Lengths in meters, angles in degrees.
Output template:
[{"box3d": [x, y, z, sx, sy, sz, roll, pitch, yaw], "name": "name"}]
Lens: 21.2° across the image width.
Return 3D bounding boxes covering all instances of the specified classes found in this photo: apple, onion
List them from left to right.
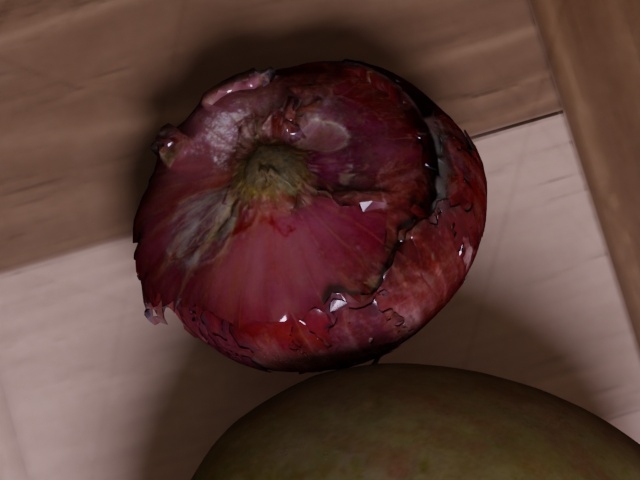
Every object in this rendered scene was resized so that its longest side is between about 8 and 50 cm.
[{"box3d": [0.000, 0.000, 0.868, 0.184, 0.147, 0.184, -13, 44, 12], "name": "onion"}, {"box3d": [0.048, 0.180, 0.794, 0.234, 0.257, 0.257, 34, 83, 30], "name": "apple"}]
